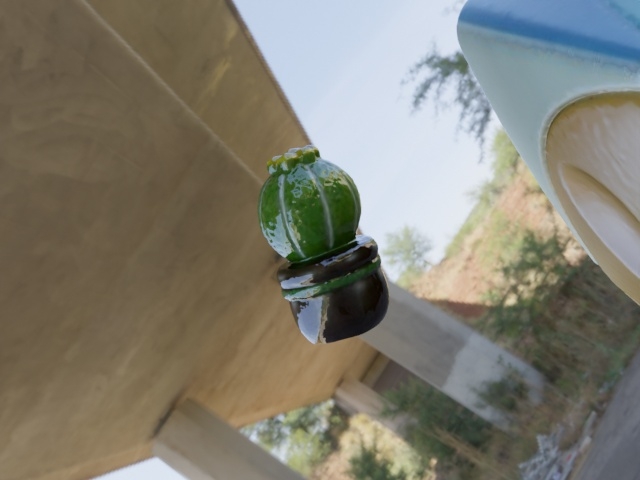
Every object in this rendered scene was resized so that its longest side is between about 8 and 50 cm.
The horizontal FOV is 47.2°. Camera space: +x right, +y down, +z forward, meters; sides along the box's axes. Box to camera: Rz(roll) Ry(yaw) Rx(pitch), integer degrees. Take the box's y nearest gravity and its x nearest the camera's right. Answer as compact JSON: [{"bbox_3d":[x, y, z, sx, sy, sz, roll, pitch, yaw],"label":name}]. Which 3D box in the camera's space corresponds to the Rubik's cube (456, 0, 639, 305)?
[{"bbox_3d":[0.349,-0.113,0.511,0.351,0.352,0.347,-41,22,5],"label":"Rubik's cube"}]

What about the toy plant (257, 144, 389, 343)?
[{"bbox_3d":[0.000,0.000,0.622,0.093,0.093,0.162,-31,-74,-61],"label":"toy plant"}]
